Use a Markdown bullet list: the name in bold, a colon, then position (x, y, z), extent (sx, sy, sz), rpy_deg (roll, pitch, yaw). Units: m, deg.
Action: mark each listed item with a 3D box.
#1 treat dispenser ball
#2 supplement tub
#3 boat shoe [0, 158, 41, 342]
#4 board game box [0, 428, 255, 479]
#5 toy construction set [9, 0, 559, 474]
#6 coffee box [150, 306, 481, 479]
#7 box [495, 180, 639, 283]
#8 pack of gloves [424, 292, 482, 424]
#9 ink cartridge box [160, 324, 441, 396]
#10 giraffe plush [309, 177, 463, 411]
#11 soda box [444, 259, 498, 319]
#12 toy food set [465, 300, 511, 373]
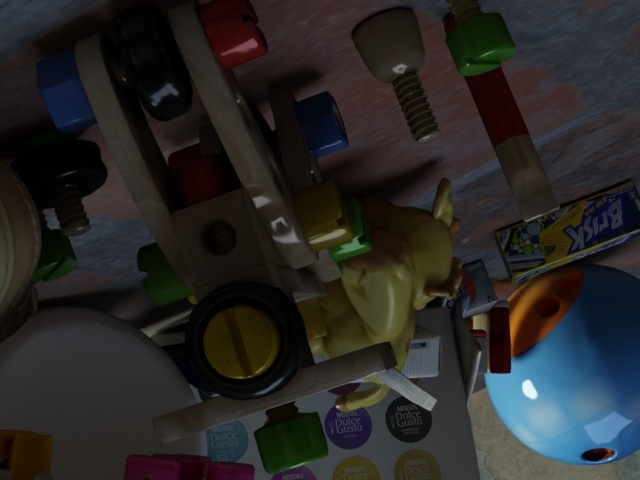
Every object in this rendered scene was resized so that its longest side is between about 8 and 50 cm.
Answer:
- **treat dispenser ball**: position (0.378, 0.177, 1.885), extent (0.288, 0.288, 0.288), rpy_deg (-19, 167, -5)
- **supplement tub**: position (-0.277, 0.218, 1.192), extent (0.235, 0.235, 0.325), rpy_deg (-9, 162, -41)
- **boat shoe**: position (-0.224, 0.016, 0.758), extent (0.110, 0.121, 0.341), rpy_deg (-16, 177, -35)
- **board game box**: position (-0.286, 0.125, 0.742), extent (0.390, 0.050, 0.390), rpy_deg (10, 170, -29)
- **toy construction set**: position (0.000, 0.000, 0.740), extent (0.309, 0.237, 0.257), rpy_deg (-17, 166, -16)
- **coffee box**: position (-0.026, 0.287, 1.504), extent (0.338, 0.334, 0.338), rpy_deg (-5, 162, -11)
- **box**: position (0.290, -0.009, 1.515), extent (0.169, 0.059, 0.054), rpy_deg (-21, 169, 3)
- **pack of gloves**: position (0.157, 0.147, 1.512), extent (0.046, 0.195, 0.232), rpy_deg (-6, 127, -12)
- **ink cartridge box**: position (-0.034, 0.096, 1.253), extent (0.224, 0.045, 0.223), rpy_deg (-4, -172, -25)
- **giraffe plush**: position (0.049, 0.023, 1.116), extent (0.181, 0.210, 0.170), rpy_deg (-42, -175, 45)
- **soda box**: position (0.126, 0.085, 1.645), extent (0.183, 0.058, 0.063), rpy_deg (-20, 167, -7)
- **toy food set**: position (0.190, 0.122, 1.732), extent (0.111, 0.104, 0.232), rpy_deg (-1, 175, 23)
